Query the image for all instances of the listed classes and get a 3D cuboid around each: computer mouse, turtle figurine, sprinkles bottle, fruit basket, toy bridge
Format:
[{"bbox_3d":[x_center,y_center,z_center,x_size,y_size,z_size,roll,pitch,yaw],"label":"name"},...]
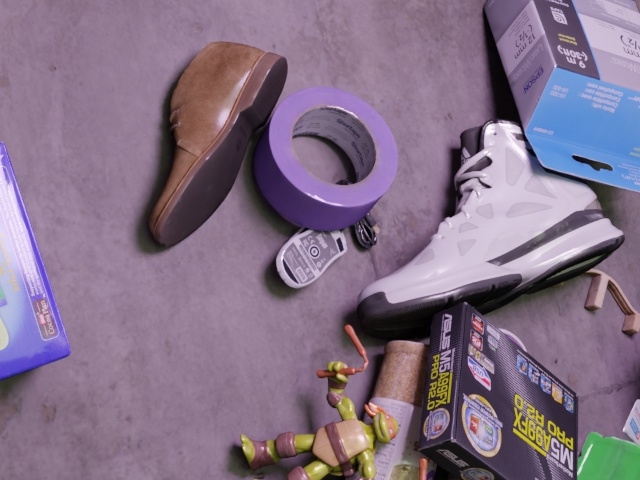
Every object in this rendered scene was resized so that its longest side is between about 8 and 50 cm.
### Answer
[{"bbox_3d":[0.000,0.000,1.516,0.193,0.042,0.106,-37,102,-34],"label":"computer mouse"},{"bbox_3d":[0.010,0.259,1.400,0.217,0.087,0.269,-19,67,-2],"label":"turtle figurine"},{"bbox_3d":[0.095,0.317,1.454,0.121,0.121,0.355,26,69,-21],"label":"sprinkles bottle"},{"bbox_3d":[0.439,0.451,1.580,0.327,0.165,0.353,-58,143,-23],"label":"fruit basket"},{"bbox_3d":[0.448,0.082,1.739,0.188,0.026,0.063,31,65,-19],"label":"toy bridge"}]

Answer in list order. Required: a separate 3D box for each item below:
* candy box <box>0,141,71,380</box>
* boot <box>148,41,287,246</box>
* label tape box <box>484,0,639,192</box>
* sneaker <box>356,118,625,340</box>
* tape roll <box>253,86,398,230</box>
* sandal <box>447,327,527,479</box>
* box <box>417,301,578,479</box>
[{"bbox_3d":[-0.481,0.057,1.207,0.317,0.122,0.268,-17,89,-30],"label":"candy box"},{"bbox_3d":[-0.163,-0.134,1.443,0.115,0.112,0.305,24,74,14],"label":"boot"},{"bbox_3d":[0.418,-0.252,1.669,0.249,0.115,0.348,11,48,-26],"label":"label tape box"},{"bbox_3d":[0.212,-0.025,1.594,0.447,0.169,0.257,-18,71,-25],"label":"sneaker"},{"bbox_3d":[0.007,-0.114,1.492,0.189,0.080,0.189,9,63,-18],"label":"tape roll"},{"bbox_3d":[0.268,0.333,1.550,0.169,0.102,0.416,-3,82,-27],"label":"sandal"},{"bbox_3d":[0.247,0.242,1.442,0.270,0.060,0.216,39,43,-28],"label":"box"}]
